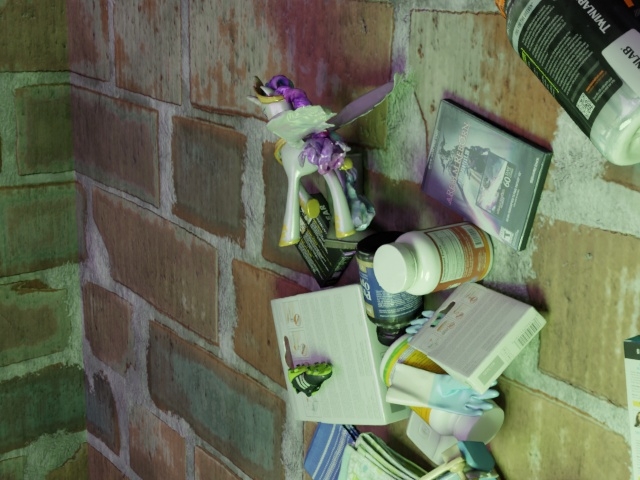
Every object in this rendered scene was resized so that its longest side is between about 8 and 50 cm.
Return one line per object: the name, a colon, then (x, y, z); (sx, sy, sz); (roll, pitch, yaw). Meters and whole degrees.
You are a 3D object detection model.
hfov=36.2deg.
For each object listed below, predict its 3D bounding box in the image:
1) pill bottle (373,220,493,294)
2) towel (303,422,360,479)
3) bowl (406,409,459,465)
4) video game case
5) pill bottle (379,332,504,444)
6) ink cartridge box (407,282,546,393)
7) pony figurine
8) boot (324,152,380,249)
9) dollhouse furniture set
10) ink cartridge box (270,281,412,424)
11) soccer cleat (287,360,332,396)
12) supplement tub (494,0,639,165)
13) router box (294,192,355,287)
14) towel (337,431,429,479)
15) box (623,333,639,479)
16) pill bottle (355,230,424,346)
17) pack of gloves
pill bottle: (0.210, 0.036, 1.835); (0.121, 0.216, 0.121); (18, 113, 51)
towel: (0.077, 0.580, 2.309); (0.336, 0.040, 0.243); (49, 135, 35)
bowl: (0.234, 0.389, 2.035); (0.142, 0.053, 0.142); (43, 130, 41)
video game case: (0.302, -0.127, 1.832); (0.274, 0.026, 0.196); (37, 127, 42)
pill bottle: (0.241, 0.297, 1.929); (0.245, 0.136, 0.136); (41, 129, 41)
ink cartridge box: (0.286, 0.174, 1.824); (0.056, 0.181, 0.224); (48, 169, -23)
pony figurine: (-0.004, -0.188, 1.994); (0.351, 0.302, 0.364); (-8, 98, 49)
boot: (0.082, -0.083, 2.111); (0.189, 0.076, 0.209); (5, 87, 32)
dollhouse furniture set: (0.227, 0.529, 1.801); (0.286, 0.303, 0.198); (-35, 65, 13)
ink cartridge box: (0.039, 0.260, 2.243); (0.385, 0.091, 0.308); (-14, 87, 57)
soccer cleat: (-0.016, 0.316, 2.216); (0.179, 0.060, 0.072); (-17, 94, 62)
supplement tub: (0.421, -0.296, 1.472); (0.338, 0.207, 0.207); (58, 139, 26)
router box: (0.000, 0.000, 2.256); (0.179, 0.046, 0.133); (58, 139, 26)
towel: (0.161, 0.638, 2.122); (0.320, 0.090, 0.374); (30, 123, 34)
box: (0.551, 0.276, 1.567); (0.100, 0.060, 0.244); (3, 101, 53)
pill bottle: (0.147, 0.101, 2.004); (0.123, 0.122, 0.219); (19, 126, 50)
pack of gloves: (0.240, 0.224, 1.850); (0.232, 0.046, 0.195); (4, 68, 35)
